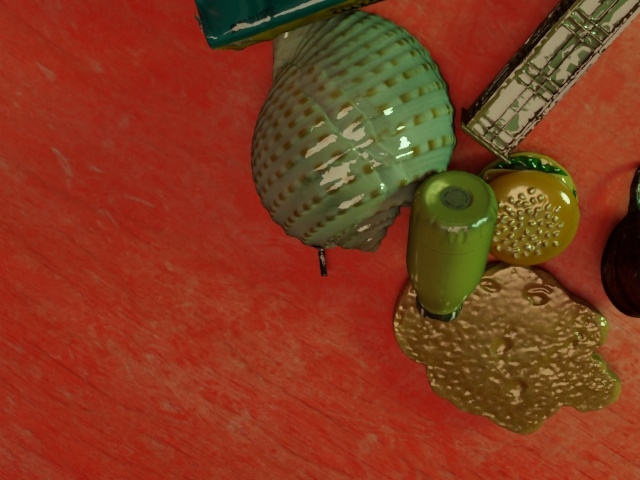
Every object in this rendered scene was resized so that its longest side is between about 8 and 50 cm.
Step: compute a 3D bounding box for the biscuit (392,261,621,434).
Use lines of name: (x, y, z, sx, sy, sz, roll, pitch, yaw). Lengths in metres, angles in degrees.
biscuit: (0.295, 0.160, 1.385, 0.376, 0.051, 0.269, 26, 115, 0)

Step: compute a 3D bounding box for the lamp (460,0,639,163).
lamp: (0.318, -0.254, 1.162, 0.089, 0.090, 0.325, 36, 115, -8)

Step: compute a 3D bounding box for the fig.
fig: (0.462, 0.026, 1.237, 0.148, 0.149, 0.202, -32, 117, 3)

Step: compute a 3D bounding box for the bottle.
bottle: (0.175, 0.022, 1.224, 0.112, 0.112, 0.260, 6, 144, 6)

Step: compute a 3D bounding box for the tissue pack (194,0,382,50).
tissue pack: (-0.030, -0.371, 1.126, 0.271, 0.134, 0.192, -14, 96, 17)

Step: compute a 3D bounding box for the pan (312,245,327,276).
pan: (0.000, 0.000, 1.373, 0.068, 0.023, 0.115, -2, 112, 10)

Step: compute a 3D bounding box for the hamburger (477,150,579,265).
hamburger: (0.287, -0.045, 1.253, 0.162, 0.115, 0.162, 5, 117, 9)

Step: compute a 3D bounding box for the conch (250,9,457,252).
conch: (0.040, -0.144, 1.200, 0.303, 0.215, 0.319, -22, 112, 7)
